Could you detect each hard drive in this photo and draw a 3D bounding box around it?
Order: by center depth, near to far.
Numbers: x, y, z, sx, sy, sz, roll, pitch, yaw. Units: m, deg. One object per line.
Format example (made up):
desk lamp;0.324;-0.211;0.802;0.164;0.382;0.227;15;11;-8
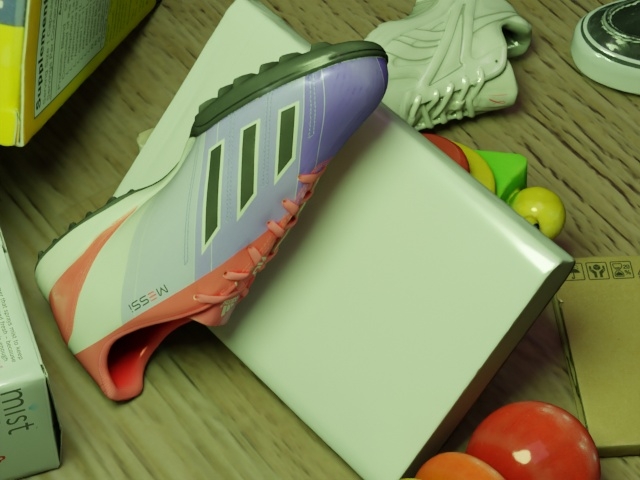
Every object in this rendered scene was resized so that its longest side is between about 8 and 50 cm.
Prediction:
hard drive;0.000;0.000;1.085;0.307;0.203;0.040;42;19;24

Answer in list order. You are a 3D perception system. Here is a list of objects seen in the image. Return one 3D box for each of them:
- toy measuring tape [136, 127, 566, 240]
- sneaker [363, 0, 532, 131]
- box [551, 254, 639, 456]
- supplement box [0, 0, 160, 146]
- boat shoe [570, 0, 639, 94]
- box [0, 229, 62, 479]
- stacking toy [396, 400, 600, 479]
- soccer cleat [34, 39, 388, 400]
toy measuring tape;0.012;-0.023;1.147;0.330;0.121;0.121;6;52;12
sneaker;0.096;-0.130;1.244;0.115;0.090;0.232;31;58;14
box;0.276;0.078;1.136;0.201;0.021;0.164;-2;53;-6
supplement box;-0.244;-0.235;1.149;0.195;0.194;0.356;12;26;5
boat shoe;0.358;-0.191;1.291;0.301;0.102;0.108;-3;51;-1
box;-0.321;0.048;1.054;0.231;0.126;0.262;-16;55;-16
stacking toy;0.047;0.203;0.968;0.330;0.141;0.141;-32;61;-33
soccer cleat;-0.061;-0.012;1.038;0.109;0.318;0.116;1;58;-55
